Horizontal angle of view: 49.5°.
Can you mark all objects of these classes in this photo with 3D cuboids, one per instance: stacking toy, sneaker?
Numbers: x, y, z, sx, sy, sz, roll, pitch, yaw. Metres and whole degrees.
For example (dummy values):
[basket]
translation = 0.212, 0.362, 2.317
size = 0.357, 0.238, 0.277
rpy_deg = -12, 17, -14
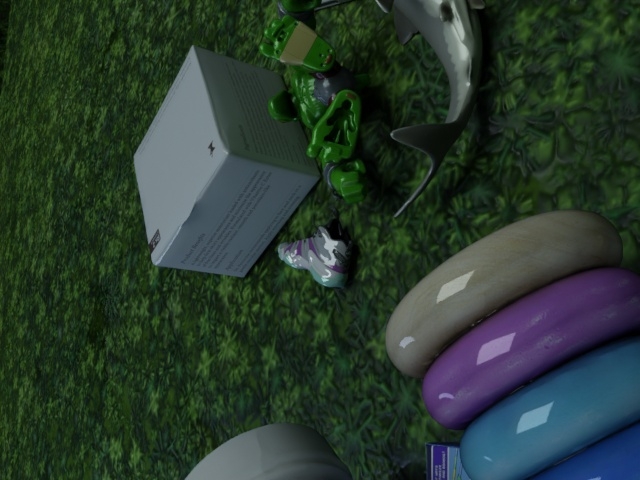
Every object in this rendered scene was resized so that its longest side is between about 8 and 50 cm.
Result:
[stacking toy]
translation = 0.159, 0.152, 0.319
size = 0.141, 0.141, 0.331
rpy_deg = -48, 57, 37
[sneaker]
translation = 0.000, 0.000, 0.680
size = 0.098, 0.038, 0.069
rpy_deg = 26, 102, 44

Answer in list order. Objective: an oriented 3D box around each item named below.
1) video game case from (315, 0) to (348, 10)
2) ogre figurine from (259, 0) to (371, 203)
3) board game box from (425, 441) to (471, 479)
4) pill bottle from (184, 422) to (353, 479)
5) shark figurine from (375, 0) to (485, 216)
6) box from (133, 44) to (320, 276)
[video game case]
translation = 0.013, -0.333, 0.760
size = 0.143, 0.019, 0.157
rpy_deg = 11, 92, 55
[ogre figurine]
translation = 0.001, -0.133, 0.634
size = 0.096, 0.197, 0.118
rpy_deg = -36, 3, 2
[board game box]
translation = 0.126, 0.237, 0.443
size = 0.136, 0.035, 0.201
rpy_deg = -14, 70, 52
[pill bottle]
translation = 0.022, 0.260, 0.396
size = 0.318, 0.176, 0.176
rpy_deg = 47, 119, 48
[shark figurine]
translation = 0.082, -0.174, 0.584
size = 0.116, 0.166, 0.279
rpy_deg = 128, 124, -70
[box]
translation = -0.115, -0.085, 0.787
size = 0.181, 0.119, 0.182
rpy_deg = -50, 45, 34
